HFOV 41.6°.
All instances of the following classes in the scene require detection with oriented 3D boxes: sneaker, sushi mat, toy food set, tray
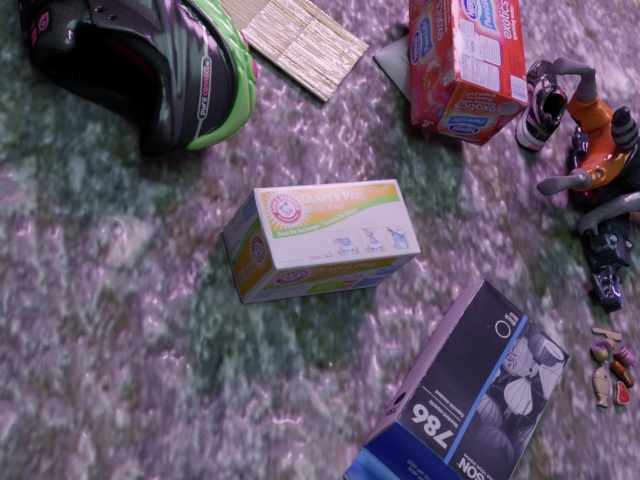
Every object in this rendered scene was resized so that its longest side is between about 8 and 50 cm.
[{"bbox_3d":[-0.279,-0.300,0.997,0.483,0.185,0.202,47,56,5],"label":"sneaker"},{"bbox_3d":[-0.083,-0.338,1.219,0.316,0.019,0.151,37,55,-7],"label":"sushi mat"},{"bbox_3d":[0.429,0.185,1.224,0.077,0.019,0.122,14,60,-22],"label":"toy food set"},{"bbox_3d":[0.215,-0.296,1.351,0.270,0.030,0.145,-36,84,-36],"label":"tray"},{"bbox_3d":[0.372,-0.229,1.370,0.072,0.077,0.178,22,57,-18],"label":"sneaker"}]

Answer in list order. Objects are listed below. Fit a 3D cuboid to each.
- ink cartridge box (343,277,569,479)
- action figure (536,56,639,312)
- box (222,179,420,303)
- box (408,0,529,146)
[{"bbox_3d":[0.181,0.213,1.052,0.165,0.065,0.333,42,55,-4],"label":"ink cartridge box"},{"bbox_3d":[0.453,-0.079,1.261,0.330,0.178,0.341,20,60,-42],"label":"action figure"},{"bbox_3d":[0.000,0.000,1.032,0.203,0.114,0.103,-6,68,-29],"label":"box"},{"bbox_3d":[0.213,-0.286,1.249,0.128,0.122,0.257,14,60,-22],"label":"box"}]
